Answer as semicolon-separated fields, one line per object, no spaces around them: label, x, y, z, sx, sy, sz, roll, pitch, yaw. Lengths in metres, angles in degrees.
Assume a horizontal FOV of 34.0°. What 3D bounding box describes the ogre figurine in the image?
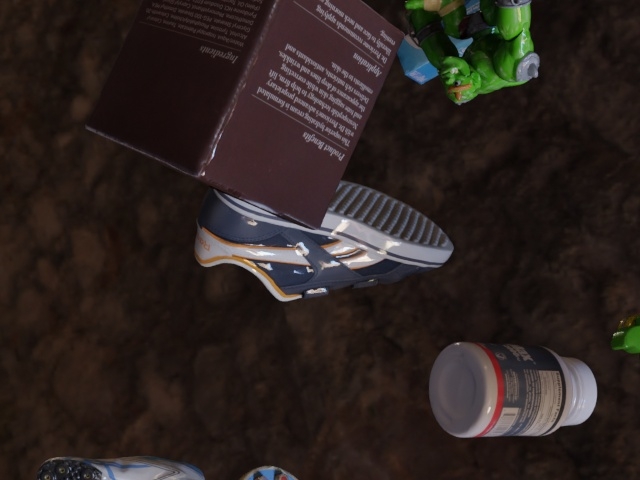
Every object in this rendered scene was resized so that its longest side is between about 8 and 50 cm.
ogre figurine;0.156;-0.202;1.032;0.197;0.097;0.118;-15;-84;46

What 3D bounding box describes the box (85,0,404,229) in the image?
box;-0.065;-0.144;0.935;0.167;0.168;0.203;24;-91;39

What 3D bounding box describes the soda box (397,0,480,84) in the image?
soda box;0.239;-0.361;1.841;0.210;0.067;0.071;-27;-111;24

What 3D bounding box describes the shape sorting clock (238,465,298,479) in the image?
shape sorting clock;-0.030;0.321;1.015;0.040;0.206;0.206;-18;-99;26

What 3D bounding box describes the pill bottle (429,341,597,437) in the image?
pill bottle;0.226;0.173;1.207;0.108;0.180;0.108;-14;-107;56

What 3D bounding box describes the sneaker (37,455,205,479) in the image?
sneaker;-0.280;0.342;1.478;0.086;0.237;0.085;-132;-125;-69

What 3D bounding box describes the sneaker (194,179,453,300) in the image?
sneaker;0.000;0.000;1.224;0.127;0.321;0.126;-61;-149;24

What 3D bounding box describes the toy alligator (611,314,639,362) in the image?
toy alligator;0.287;0.065;0.800;0.056;0.190;0.051;-16;-87;51
